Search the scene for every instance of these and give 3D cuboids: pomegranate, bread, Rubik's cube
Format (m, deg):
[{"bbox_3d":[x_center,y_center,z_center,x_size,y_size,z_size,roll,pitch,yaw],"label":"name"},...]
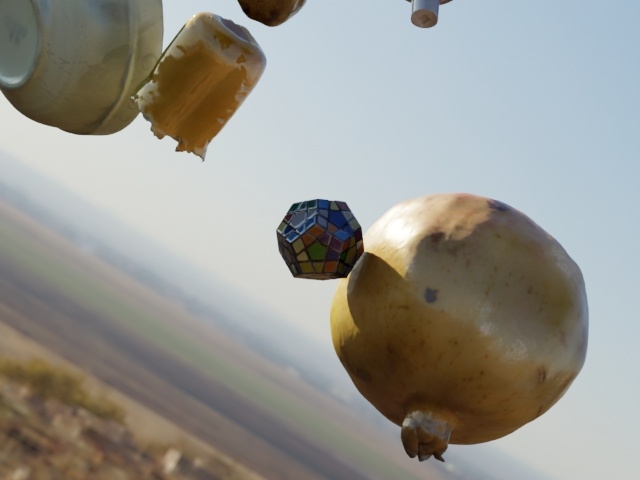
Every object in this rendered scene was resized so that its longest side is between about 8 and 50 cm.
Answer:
[{"bbox_3d":[0.170,0.114,2.188,0.342,0.342,0.342,31,-3,2],"label":"pomegranate"},{"bbox_3d":[-0.145,-0.196,2.218,0.134,0.173,0.085,29,11,-47],"label":"bread"},{"bbox_3d":[0.000,0.000,2.150,0.111,0.093,0.111,53,-21,30],"label":"Rubik's cube"}]

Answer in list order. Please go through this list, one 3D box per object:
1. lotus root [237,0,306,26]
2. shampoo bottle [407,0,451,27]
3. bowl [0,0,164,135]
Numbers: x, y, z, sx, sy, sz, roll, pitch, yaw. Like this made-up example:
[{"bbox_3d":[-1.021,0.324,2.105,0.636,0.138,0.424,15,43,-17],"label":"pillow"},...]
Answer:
[{"bbox_3d":[-0.041,-0.342,2.057,0.110,0.097,0.258,55,-37,18],"label":"lotus root"},{"bbox_3d":[0.125,-0.365,1.939,0.092,0.303,0.092,4,-29,2],"label":"shampoo bottle"},{"bbox_3d":[-0.354,-0.290,2.386,0.163,0.307,0.307,-8,26,-41],"label":"bowl"}]
